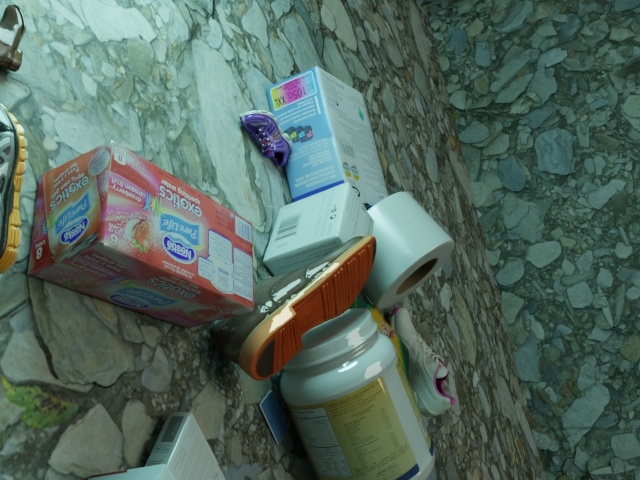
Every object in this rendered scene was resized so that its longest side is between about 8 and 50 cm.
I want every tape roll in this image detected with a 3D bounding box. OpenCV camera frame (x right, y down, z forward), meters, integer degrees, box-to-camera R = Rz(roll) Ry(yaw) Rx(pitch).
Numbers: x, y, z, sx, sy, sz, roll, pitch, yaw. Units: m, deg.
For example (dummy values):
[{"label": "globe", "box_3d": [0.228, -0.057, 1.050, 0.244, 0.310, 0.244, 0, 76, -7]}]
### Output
[{"label": "tape roll", "box_3d": [0.177, 0.026, 1.558, 0.169, 0.246, 0.246, 49, 19, 20]}]

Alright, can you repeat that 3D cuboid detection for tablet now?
[{"label": "tablet", "box_3d": [-0.084, 0.319, 1.173, 0.083, 0.006, 0.054, 67, 25, -11]}]

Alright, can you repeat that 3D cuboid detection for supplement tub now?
[{"label": "supplement tub", "box_3d": [0.060, 0.308, 1.211, 0.316, 0.228, 0.228, 68, 26, -7]}]

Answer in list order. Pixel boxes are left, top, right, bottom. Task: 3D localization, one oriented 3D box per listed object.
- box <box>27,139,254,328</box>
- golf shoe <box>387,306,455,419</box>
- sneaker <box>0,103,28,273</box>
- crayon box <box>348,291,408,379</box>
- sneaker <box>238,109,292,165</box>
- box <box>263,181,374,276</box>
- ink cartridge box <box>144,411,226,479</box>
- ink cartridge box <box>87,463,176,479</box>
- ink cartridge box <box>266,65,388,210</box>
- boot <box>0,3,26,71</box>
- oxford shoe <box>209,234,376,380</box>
[{"label": "box", "box_3d": [-0.236, 0.009, 0.917, 0.300, 0.142, 0.154, 32, 46, -53]}, {"label": "golf shoe", "box_3d": [0.270, 0.319, 1.729, 0.115, 0.140, 0.306, 14, 60, -59]}, {"label": "sneaker", "box_3d": [-0.391, -0.069, 0.734, 0.083, 0.084, 0.215, 15, 61, -55]}, {"label": "crayon box", "box_3d": [0.114, 0.260, 1.518, 0.278, 0.081, 0.165, 51, 32, -37]}, {"label": "sneaker", "box_3d": [-0.114, -0.221, 1.406, 0.170, 0.068, 0.071, 41, 45, -48]}, {"label": "box", "box_3d": [0.000, 0.000, 1.348, 0.119, 0.182, 0.181, 54, 30, -31]}, {"label": "ink cartridge box", "box_3d": [-0.193, 0.355, 0.916, 0.145, 0.045, 0.179, -72, 155, -52]}, {"label": "ink cartridge box", "box_3d": [-0.208, 0.373, 0.747, 0.176, 0.128, 0.127, 63, 27, -20]}, {"label": "ink cartridge box", "box_3d": [0.034, -0.185, 1.575, 0.270, 0.151, 0.395, 7, 66, -62]}, {"label": "boot", "box_3d": [-0.440, -0.282, 0.832, 0.114, 0.037, 0.106, 18, 55, -54]}, {"label": "oxford shoe", "box_3d": [-0.036, 0.083, 1.139, 0.364, 0.133, 0.130, -37, 140, -36]}]
